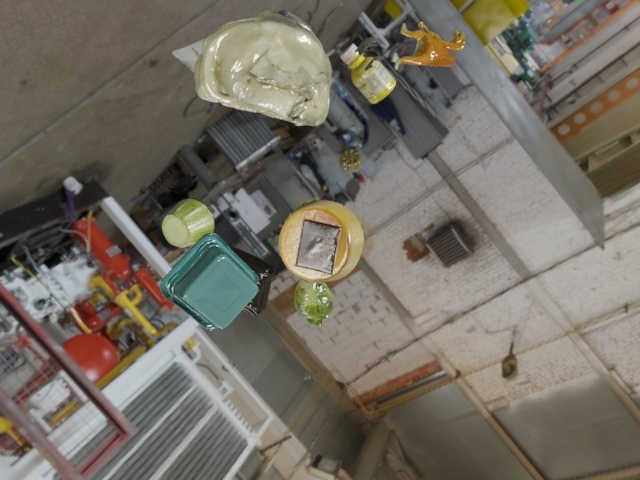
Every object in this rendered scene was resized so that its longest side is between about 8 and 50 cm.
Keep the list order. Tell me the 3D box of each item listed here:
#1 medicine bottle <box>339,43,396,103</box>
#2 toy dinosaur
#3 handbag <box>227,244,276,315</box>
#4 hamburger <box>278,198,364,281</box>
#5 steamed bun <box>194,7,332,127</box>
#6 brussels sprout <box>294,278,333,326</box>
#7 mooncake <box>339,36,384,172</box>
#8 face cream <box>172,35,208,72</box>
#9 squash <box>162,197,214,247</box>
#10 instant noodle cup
[{"bbox_3d":[0.165,-0.614,1.800,0.122,0.212,0.122,-41,-161,18],"label":"medicine bottle"},{"bbox_3d":[0.222,-0.380,1.015,0.057,0.142,0.212,111,-4,-58],"label":"toy dinosaur"},{"bbox_3d":[-0.302,0.149,1.848,0.080,0.247,0.223,-39,148,-61],"label":"handbag"},{"bbox_3d":[0.000,0.000,1.680,0.300,0.300,0.176,-39,173,16],"label":"hamburger"},{"bbox_3d":[-0.106,-0.407,1.148,0.347,0.394,0.237,1,108,-41],"label":"steamed bun"},{"bbox_3d":[-0.026,0.214,1.770,0.139,0.181,0.100,-17,-147,1],"label":"brussels sprout"},{"bbox_3d":[0.101,-0.325,1.192,0.150,0.346,0.057,-7,163,-1],"label":"mooncake"},{"bbox_3d":[-0.370,-0.597,1.601,0.089,0.143,0.314,-37,-157,31],"label":"face cream"},{"bbox_3d":[-0.466,-0.053,1.704,0.170,0.170,0.123,-38,-177,32],"label":"squash"},{"bbox_3d":[-0.208,0.094,0.987,0.157,0.179,0.070,-49,-138,-13],"label":"instant noodle cup"}]
